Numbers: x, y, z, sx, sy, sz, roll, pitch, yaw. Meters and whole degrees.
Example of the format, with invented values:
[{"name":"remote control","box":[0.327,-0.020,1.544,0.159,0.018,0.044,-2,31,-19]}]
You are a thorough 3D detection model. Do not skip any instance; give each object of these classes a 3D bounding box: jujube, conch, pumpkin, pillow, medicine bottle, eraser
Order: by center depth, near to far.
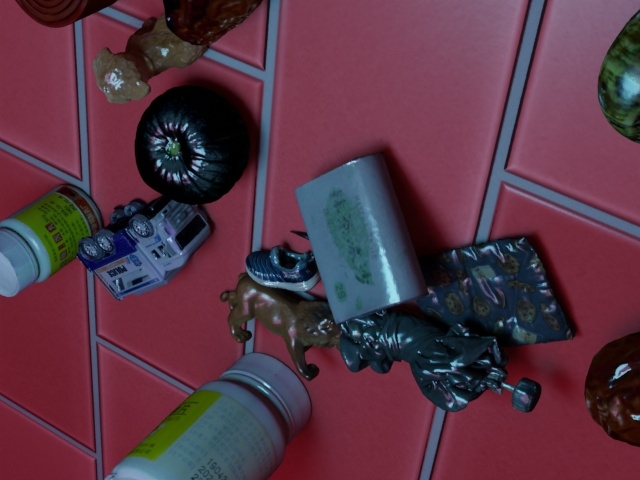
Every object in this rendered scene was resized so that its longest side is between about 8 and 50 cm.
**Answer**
[{"name":"conch","box":[0.419,-0.189,1.302,0.187,0.124,0.181,-35,98,38]},{"name":"jujube","box":[0.480,0.201,1.504,0.174,0.174,0.250,55,147,-8]},{"name":"jujube","box":[-0.158,-0.382,1.589,0.168,0.168,0.236,40,136,8]},{"name":"eraser","box":[0.061,-0.001,1.687,0.174,0.081,0.227,-23,81,42]},{"name":"pillow","box":[0.250,0.089,1.691,0.256,0.034,0.189,-13,114,44]},{"name":"pumpkin","box":[-0.210,-0.156,1.800,0.202,0.140,0.202,5,103,24]},{"name":"medicine bottle","box":[-0.193,0.384,1.993,0.213,0.379,0.213,20,130,26]},{"name":"medicine bottle","box":[-0.539,-0.001,2.102,0.139,0.225,0.139,21,131,27]}]

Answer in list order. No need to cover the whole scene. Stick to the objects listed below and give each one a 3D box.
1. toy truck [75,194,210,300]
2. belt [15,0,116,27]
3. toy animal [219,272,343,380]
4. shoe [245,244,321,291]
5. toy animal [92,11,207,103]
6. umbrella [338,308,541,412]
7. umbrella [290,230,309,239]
[{"name":"toy truck","box":[-0.313,0.007,2.010,0.268,0.124,0.155,-19,113,46]},{"name":"belt","box":[-0.402,-0.496,1.728,0.227,0.115,0.324,35,134,12]},{"name":"toy animal","box":[-0.062,0.129,1.934,0.312,0.097,0.157,29,123,21]},{"name":"shoe","box":[-0.068,0.041,1.884,0.143,0.064,0.071,12,127,28]},{"name":"toy animal","box":[-0.255,-0.291,1.707,0.184,0.185,0.104,-12,110,41]},{"name":"umbrella","box":[0.179,0.185,1.725,0.349,0.094,0.143,24,130,30]},{"name":"umbrella","box":[-0.001,-0.002,1.838,0.122,0.013,0.022,19,151,25]}]
